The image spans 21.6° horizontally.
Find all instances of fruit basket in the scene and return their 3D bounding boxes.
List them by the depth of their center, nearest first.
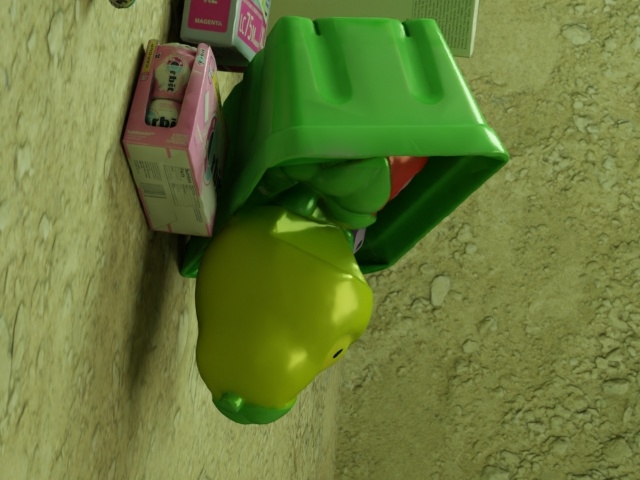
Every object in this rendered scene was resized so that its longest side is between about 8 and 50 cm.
[{"bbox_3d":[0.000,0.000,1.675,0.392,0.283,0.392,178,-90,-70],"label":"fruit basket"}]

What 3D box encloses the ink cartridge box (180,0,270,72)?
[{"bbox_3d":[-0.078,-0.334,1.675,0.186,0.065,0.311,22,73,-83],"label":"ink cartridge box"}]

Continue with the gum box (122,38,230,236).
[{"bbox_3d":[-0.130,-0.093,1.542,0.188,0.062,0.107,84,14,-64],"label":"gum box"}]

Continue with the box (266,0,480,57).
[{"bbox_3d":[0.053,-0.295,2.001,0.094,0.275,0.113,-73,170,-60],"label":"box"}]

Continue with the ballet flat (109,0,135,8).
[{"bbox_3d":[-0.157,-0.239,1.308,0.041,0.041,0.114,70,27,-76],"label":"ballet flat"}]
